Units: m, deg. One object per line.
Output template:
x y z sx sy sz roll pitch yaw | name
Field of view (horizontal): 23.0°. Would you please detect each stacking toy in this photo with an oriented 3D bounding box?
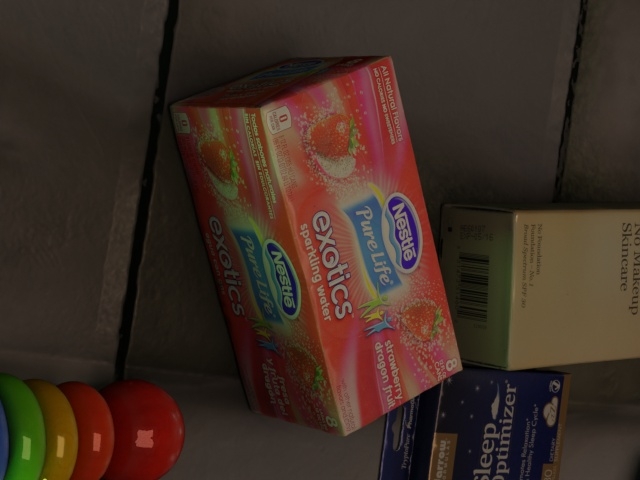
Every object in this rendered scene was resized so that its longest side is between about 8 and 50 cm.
-0.249 0.156 1.233 0.330 0.141 0.141 3 93 -45 | stacking toy

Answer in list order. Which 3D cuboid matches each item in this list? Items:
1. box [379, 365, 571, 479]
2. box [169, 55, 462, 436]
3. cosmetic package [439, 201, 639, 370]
0.160 0.196 1.597 0.225 0.036 0.136 7 90 -37 | box
0.000 0.000 1.384 0.154 0.142 0.300 -24 109 -34 | box
0.270 0.041 1.617 0.309 0.113 0.160 -3 96 -36 | cosmetic package
